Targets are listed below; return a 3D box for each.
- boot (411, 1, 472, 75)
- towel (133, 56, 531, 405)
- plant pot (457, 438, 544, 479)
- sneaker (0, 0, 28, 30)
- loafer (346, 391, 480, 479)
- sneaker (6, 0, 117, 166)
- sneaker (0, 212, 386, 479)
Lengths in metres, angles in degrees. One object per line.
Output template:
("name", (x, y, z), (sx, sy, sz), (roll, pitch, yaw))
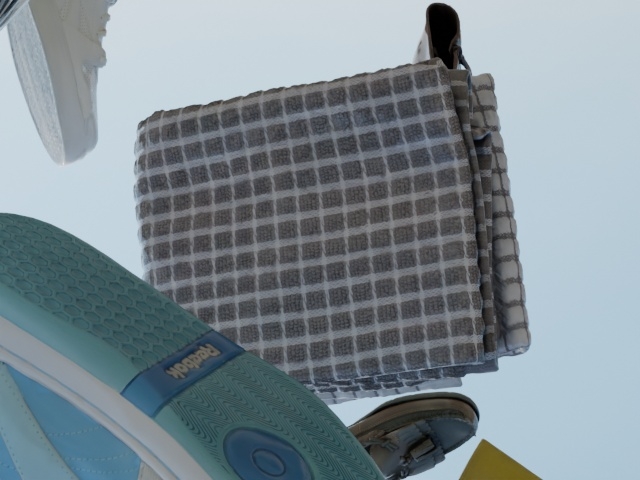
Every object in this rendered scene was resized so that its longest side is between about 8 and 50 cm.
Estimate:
("boot", (0.108, -0.097, 1.744), (0.090, 0.207, 0.248), (4, -124, 0))
("towel", (0.000, 0.000, 1.229), (0.284, 0.235, 0.121), (-10, 165, 22))
("plant pot", (0.243, 0.405, 2.045), (0.212, 0.187, 0.212), (34, 168, 34))
("sneaker", (-0.272, -0.081, 0.750), (0.447, 0.169, 0.257), (-33, -166, 31))
("loafer", (0.053, 0.247, 1.864), (0.268, 0.096, 0.084), (-18, -144, 17))
("sneaker", (-0.202, -0.224, 1.532), (0.169, 0.292, 0.108), (-14, -173, -27))
("sneaker", (-0.110, 0.148, 0.918), (0.319, 0.208, 0.127), (37, -155, 21))
